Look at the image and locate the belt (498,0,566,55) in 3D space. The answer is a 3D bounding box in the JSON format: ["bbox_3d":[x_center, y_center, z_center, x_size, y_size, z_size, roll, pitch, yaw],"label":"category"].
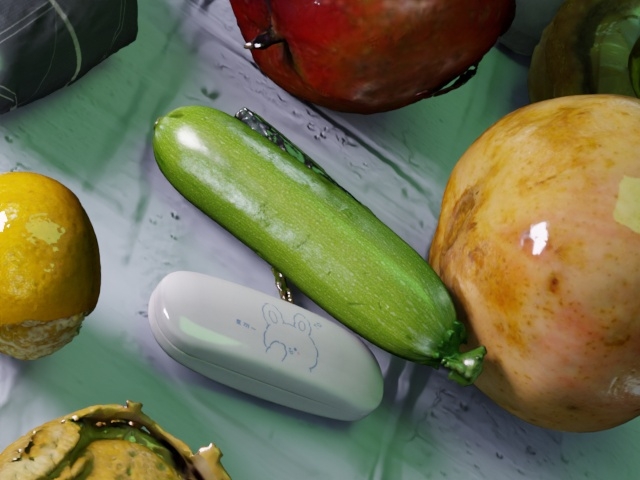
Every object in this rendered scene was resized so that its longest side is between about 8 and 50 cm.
[{"bbox_3d":[0.227,-0.362,2.402,0.227,0.115,0.324,13,45,-31],"label":"belt"}]

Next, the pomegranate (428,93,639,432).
[{"bbox_3d":[0.270,0.028,1.893,0.338,0.338,0.338,25,41,-23],"label":"pomegranate"}]

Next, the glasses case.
[{"bbox_3d":[-0.045,0.094,1.751,0.233,0.059,0.092,24,37,-26],"label":"glasses case"}]

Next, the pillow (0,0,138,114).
[{"bbox_3d":[-0.269,-0.212,1.810,0.161,0.092,0.335,52,34,-3],"label":"pillow"}]

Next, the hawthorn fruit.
[{"bbox_3d":[0.042,-0.279,2.013,0.316,0.316,0.316,25,41,-23],"label":"hawthorn fruit"}]

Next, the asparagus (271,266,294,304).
[{"bbox_3d":[-0.039,0.015,1.869,0.015,0.018,0.127,63,15,-52],"label":"asparagus"}]

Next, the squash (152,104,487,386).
[{"bbox_3d":[0.000,0.000,1.821,0.379,0.101,0.101,38,36,12],"label":"squash"}]

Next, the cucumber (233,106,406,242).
[{"bbox_3d":[-0.009,-0.038,1.920,0.211,0.062,0.078,41,3,6],"label":"cucumber"}]

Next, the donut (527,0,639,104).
[{"bbox_3d":[0.393,-0.187,2.231,0.330,0.160,0.330,0,79,-1],"label":"donut"}]

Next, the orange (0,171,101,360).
[{"bbox_3d":[-0.242,0.020,1.577,0.134,0.156,0.156,4,49,-14],"label":"orange"}]

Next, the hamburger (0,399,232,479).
[{"bbox_3d":[-0.144,0.270,1.409,0.319,0.158,0.318,24,40,-23],"label":"hamburger"}]
